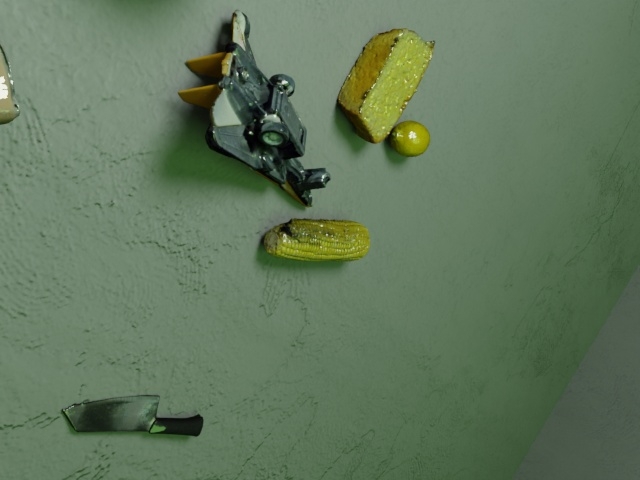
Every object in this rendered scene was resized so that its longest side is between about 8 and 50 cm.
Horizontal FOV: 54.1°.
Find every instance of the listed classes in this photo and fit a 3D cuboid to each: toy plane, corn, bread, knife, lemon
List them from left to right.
[{"bbox_3d":[-0.263,0.251,0.904,0.230,0.028,0.060,17,86,-44],"label":"knife"},{"bbox_3d":[-0.056,-0.130,0.843,0.316,0.102,0.204,46,42,-50],"label":"toy plane"},{"bbox_3d":[0.000,0.000,0.990,0.203,0.072,0.072,1,110,-44],"label":"corn"},{"bbox_3d":[0.100,-0.245,0.963,0.103,0.065,0.187,28,91,-46],"label":"bread"},{"bbox_3d":[0.149,-0.171,1.050,0.083,0.062,0.062,8,105,-42],"label":"lemon"}]

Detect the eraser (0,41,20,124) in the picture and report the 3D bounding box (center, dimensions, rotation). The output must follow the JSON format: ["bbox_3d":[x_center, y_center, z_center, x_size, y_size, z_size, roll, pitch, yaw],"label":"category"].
[{"bbox_3d":[-0.406,-0.142,0.473,0.290,0.087,0.171,-18,79,-37],"label":"eraser"}]
